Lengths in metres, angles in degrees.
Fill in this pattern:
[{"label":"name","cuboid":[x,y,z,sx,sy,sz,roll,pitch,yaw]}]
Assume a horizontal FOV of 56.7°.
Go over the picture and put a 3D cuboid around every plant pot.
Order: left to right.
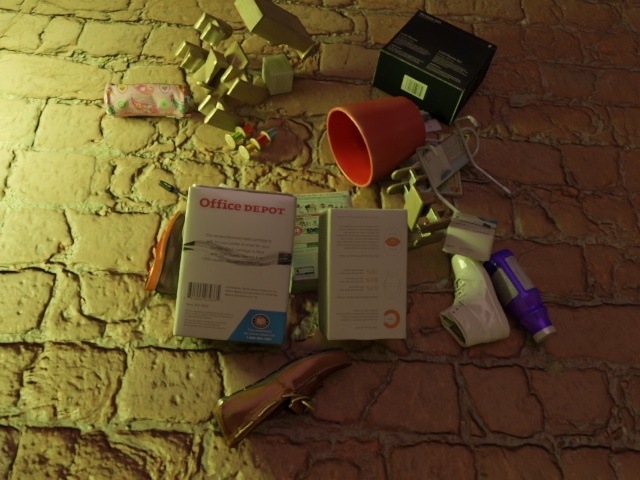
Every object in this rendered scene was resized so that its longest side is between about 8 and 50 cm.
[{"label":"plant pot","cuboid":[0.190,-0.342,1.938,0.243,0.275,0.275,-25,64,-19]}]

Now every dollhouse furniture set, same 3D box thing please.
[{"label":"dollhouse furniture set","cuboid":[-0.255,-0.627,2.062,0.256,0.394,0.362,10,45,-49]},{"label":"dollhouse furniture set","cuboid":[0.247,-0.065,1.786,0.161,0.242,0.212,-14,60,-15]}]

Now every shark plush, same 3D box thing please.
[{"label":"shark plush","cuboid":[0.340,-0.415,2.130,0.067,0.073,0.161,34,55,-8]}]

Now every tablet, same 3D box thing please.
[{"label":"tablet","cuboid":[0.398,-0.420,2.171,0.083,0.006,0.054,-12,60,-13]}]

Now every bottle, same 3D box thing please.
[{"label":"bottle","cuboid":[0.588,0.165,1.753,0.092,0.118,0.283,-18,60,-18]}]

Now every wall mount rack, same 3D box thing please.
[{"label":"wall mount rack","cuboid":[0.466,-0.226,1.958,0.350,0.130,0.304,-37,109,-24]}]

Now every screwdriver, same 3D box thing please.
[{"label":"screwdriver","cuboid":[-0.445,-0.143,1.886,0.170,0.024,0.025,32,30,11]}]

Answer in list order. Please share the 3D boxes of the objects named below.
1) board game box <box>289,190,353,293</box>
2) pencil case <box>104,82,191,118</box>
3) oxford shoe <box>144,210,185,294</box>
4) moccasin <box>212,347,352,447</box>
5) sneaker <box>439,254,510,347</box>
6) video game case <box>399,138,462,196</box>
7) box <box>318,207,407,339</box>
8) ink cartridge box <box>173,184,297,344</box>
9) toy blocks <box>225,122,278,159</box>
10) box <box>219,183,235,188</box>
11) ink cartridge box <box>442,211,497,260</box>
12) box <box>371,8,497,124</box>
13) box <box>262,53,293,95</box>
[{"label":"board game box","cuboid":[0.000,0.000,1.803,0.224,0.097,0.303,-4,59,-10]},{"label":"pencil case","cuboid":[-0.585,-0.476,2.025,0.284,0.124,0.124,-1,58,-9]},{"label":"oxford shoe","cuboid":[-0.432,0.038,1.743,0.098,0.097,0.271,20,60,-17]},{"label":"moccasin","cuboid":[-0.081,0.397,1.515,0.380,0.139,0.147,-24,69,-23]},{"label":"sneaker","cuboid":[0.416,0.169,1.737,0.169,0.108,0.292,-12,61,-17]},{"label":"video game case","cuboid":[0.374,-0.254,2.042,0.206,0.026,0.227,2,61,-5]},{"label":"box","cuboid":[0.110,0.086,1.617,0.215,0.168,0.345,1,91,-10]},{"label":"ink cartridge box","cuboid":[-0.220,0.065,1.597,0.285,0.166,0.395,6,87,-3]},{"label":"toy blocks","cuboid":[-0.232,-0.356,2.027,0.123,0.054,0.148,41,62,18]},{"label":"box","cuboid":[-0.253,-0.048,1.789,0.182,0.119,0.181,20,57,6]},{"label":"ink cartridge box","cuboid":[0.459,-0.015,1.810,0.140,0.082,0.191,14,19,15]},{"label":"box","cuboid":[0.425,-0.652,2.220,0.343,0.179,0.312,31,59,13]},{"label":"box","cuboid":[-0.157,-0.605,2.168,0.087,0.102,0.101,-14,61,-18]}]
